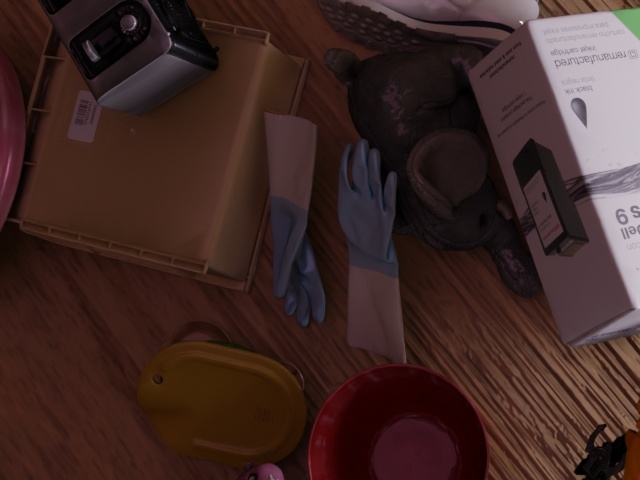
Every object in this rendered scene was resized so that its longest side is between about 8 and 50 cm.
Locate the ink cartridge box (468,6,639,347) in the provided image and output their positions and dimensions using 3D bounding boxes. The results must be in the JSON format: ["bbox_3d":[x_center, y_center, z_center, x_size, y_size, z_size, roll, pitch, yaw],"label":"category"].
[{"bbox_3d":[0.294,-0.065,1.542,0.211,0.121,0.289,-11,75,-29],"label":"ink cartridge box"}]

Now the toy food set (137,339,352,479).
[{"bbox_3d":[-0.078,0.166,1.693,0.218,0.071,0.128,14,106,5],"label":"toy food set"}]

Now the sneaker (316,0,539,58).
[{"bbox_3d":[0.112,-0.246,1.705,0.235,0.090,0.094,14,73,14],"label":"sneaker"}]

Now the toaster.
[{"bbox_3d":[-0.195,-0.224,1.616,0.110,0.186,0.168,-32,82,12],"label":"toaster"}]

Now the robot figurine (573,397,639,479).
[{"bbox_3d":[0.349,0.217,1.502,0.211,0.085,0.291,41,119,38],"label":"robot figurine"}]

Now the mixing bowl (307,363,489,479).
[{"bbox_3d":[0.086,0.218,1.621,0.181,0.098,0.181,-3,80,15],"label":"mixing bowl"}]

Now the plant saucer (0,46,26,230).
[{"bbox_3d":[-0.465,-0.089,1.786,0.332,0.084,0.332,-12,70,36],"label":"plant saucer"}]

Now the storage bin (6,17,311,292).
[{"bbox_3d":[-0.180,-0.106,1.741,0.260,0.123,0.262,13,86,19],"label":"storage bin"}]

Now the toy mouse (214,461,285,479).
[{"bbox_3d":[-0.046,0.254,1.649,0.143,0.161,0.031,14,67,31],"label":"toy mouse"}]

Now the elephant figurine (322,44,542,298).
[{"bbox_3d":[0.116,-0.065,1.620,0.186,0.169,0.239,-7,76,10],"label":"elephant figurine"}]

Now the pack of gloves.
[{"bbox_3d":[0.000,0.000,1.632,0.195,0.046,0.232,20,120,46],"label":"pack of gloves"}]

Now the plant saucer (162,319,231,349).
[{"bbox_3d":[-0.130,0.127,1.745,0.083,0.015,0.083,-2,81,15],"label":"plant saucer"}]
